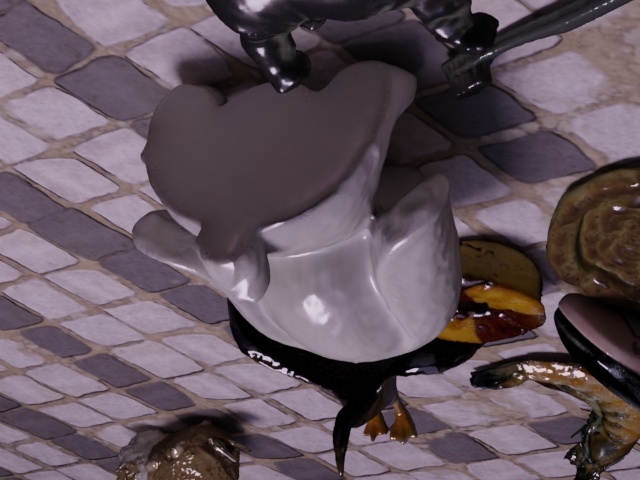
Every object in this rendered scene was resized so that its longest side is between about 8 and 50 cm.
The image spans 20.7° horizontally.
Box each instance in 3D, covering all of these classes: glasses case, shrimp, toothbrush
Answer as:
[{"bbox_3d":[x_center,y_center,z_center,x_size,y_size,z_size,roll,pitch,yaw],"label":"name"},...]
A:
[{"bbox_3d":[0.340,0.137,1.651,0.314,0.075,0.122,29,-168,-32],"label":"glasses case"},{"bbox_3d":[0.250,0.186,1.875,0.198,0.051,0.262,17,151,4],"label":"shrimp"},{"bbox_3d":[0.188,-0.161,1.216,0.030,0.030,0.297,-2,165,-40],"label":"toothbrush"}]

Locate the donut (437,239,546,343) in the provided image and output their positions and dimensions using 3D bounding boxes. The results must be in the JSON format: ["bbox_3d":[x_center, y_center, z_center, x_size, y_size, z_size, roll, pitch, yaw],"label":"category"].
[{"bbox_3d":[0.141,0.047,1.614,0.140,0.059,0.140,8,153,4],"label":"donut"}]

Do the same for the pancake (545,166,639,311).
[{"bbox_3d":[0.314,0.003,1.491,0.250,0.031,0.250,8,152,4],"label":"pancake"}]

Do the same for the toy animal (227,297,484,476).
[{"bbox_3d":[0.054,0.152,1.732,0.272,0.197,0.160,-5,153,20],"label":"toy animal"}]

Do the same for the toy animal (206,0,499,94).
[{"bbox_3d":[0.074,-0.204,1.093,0.343,0.106,0.168,-21,133,37],"label":"toy animal"}]

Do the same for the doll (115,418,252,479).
[{"bbox_3d":[-0.156,0.271,2.134,0.221,0.105,0.115,-24,96,39],"label":"doll"}]

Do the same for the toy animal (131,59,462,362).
[{"bbox_3d":[0.000,0.000,1.416,0.271,0.206,0.265,-4,147,23],"label":"toy animal"}]
